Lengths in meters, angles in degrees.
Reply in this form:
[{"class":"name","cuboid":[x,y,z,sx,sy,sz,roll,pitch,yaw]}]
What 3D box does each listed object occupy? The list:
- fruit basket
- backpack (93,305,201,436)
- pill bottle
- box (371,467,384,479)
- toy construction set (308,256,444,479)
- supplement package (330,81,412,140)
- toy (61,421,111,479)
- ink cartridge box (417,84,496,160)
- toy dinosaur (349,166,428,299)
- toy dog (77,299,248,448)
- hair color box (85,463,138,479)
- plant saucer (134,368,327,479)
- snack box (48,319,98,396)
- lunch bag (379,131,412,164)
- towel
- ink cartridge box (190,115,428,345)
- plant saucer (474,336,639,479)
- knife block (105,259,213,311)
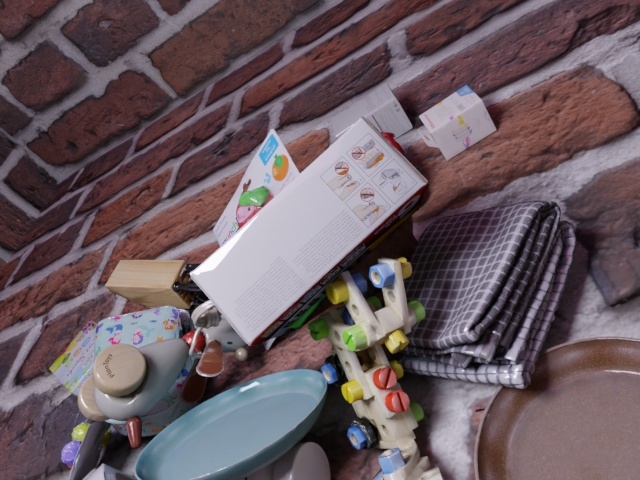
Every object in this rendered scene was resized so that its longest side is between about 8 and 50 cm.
[{"class":"fruit basket","cuboid":[-0.118,-0.002,1.079,0.327,0.166,0.353,-52,57,34]},{"class":"backpack","cuboid":[-0.367,0.275,1.100,0.225,0.191,0.253,-10,55,-5]},{"class":"pill bottle","cuboid":[-0.102,0.377,0.817,0.221,0.121,0.121,-17,41,31]},{"class":"box","cuboid":[0.082,0.392,0.706,0.137,0.027,0.094,-50,36,-12]},{"class":"toy construction set","cuboid":[0.086,0.202,0.714,0.215,0.151,0.327,-39,58,58]},{"class":"supplement package","cuboid":[0.131,-0.306,1.351,0.179,0.105,0.105,-30,37,15]},{"class":"toy","cuboid":[-0.489,0.422,1.062,0.237,0.056,0.136,121,165,-77]},{"class":"ink cartridge box","cuboid":[0.296,-0.257,1.152,0.143,0.090,0.092,-32,36,16]},{"class":"toy dinosaur","cuboid":[0.105,0.023,0.931,0.127,0.200,0.295,0,51,43]},{"class":"toy dog","cuboid":[-0.257,0.249,0.929,0.334,0.220,0.160,-25,70,-20]},{"class":"hair color box","cuboid":[-0.481,0.616,0.928,0.374,0.113,0.185,-44,35,-2]},{"class":"plant saucer","cuboid":[-0.130,0.298,0.815,0.318,0.043,0.317,-22,5,2]},{"class":"snack box","cuboid":[-0.641,0.327,1.433,0.207,0.070,0.174,10,58,47]},{"class":"lunch bag","cuboid":[0.077,-0.118,1.196,0.293,0.120,0.258,-34,31,15]},{"class":"towel","cuboid":[0.228,0.070,0.793,0.235,0.121,0.283,-9,42,56]},{"class":"ink cartridge box","cuboid":[0.000,0.000,0.786,0.309,0.130,0.272,-43,-10,2]},{"class":"plant saucer","cuboid":[0.335,0.257,0.593,0.311,0.050,0.310,-25,38,21]},{"class":"knife block","cuboid":[-0.376,0.099,1.289,0.242,0.276,0.088,-48,19,50]}]
